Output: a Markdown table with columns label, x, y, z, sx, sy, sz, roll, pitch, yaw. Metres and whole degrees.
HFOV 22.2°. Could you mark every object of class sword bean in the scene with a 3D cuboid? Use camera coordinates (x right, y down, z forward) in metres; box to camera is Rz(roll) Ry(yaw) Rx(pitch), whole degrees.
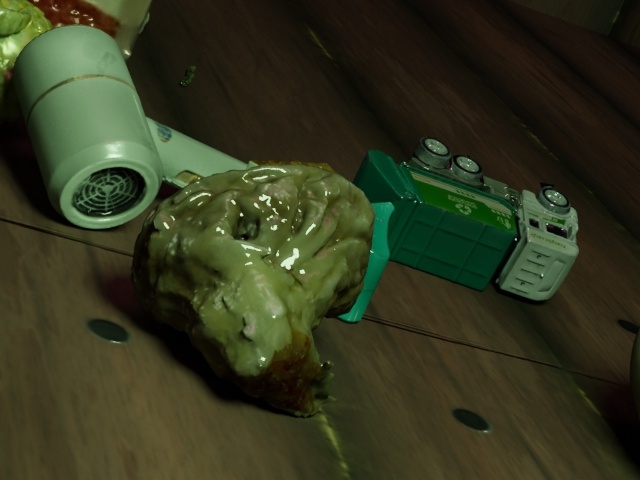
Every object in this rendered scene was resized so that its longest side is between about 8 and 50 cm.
| label | x | y | z | sx | sy | sz | roll | pitch | yaw |
| --- | --- | --- | --- | --- | --- | --- | --- | --- | --- |
| sword bean | -0.163 | -0.203 | 2.025 | 0.012 | 0.012 | 0.083 | 22 | 18 | -5 |

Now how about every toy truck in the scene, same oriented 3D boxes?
| label | x | y | z | sx | sy | sz | roll | pitch | yaw |
| --- | --- | --- | --- | --- | --- | --- | --- | --- | --- |
| toy truck | 0.152 | -0.019 | 1.751 | 0.253 | 0.114 | 0.124 | 20 | 32 | -11 |

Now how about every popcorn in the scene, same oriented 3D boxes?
| label | x | y | z | sx | sy | sz | roll | pitch | yaw |
| --- | --- | --- | --- | --- | --- | --- | --- | --- | --- |
| popcorn | -0.323 | -0.178 | 1.589 | 0.135 | 0.142 | 0.162 | 18 | -21 | -36 |

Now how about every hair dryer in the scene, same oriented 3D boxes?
| label | x | y | z | sx | sy | sz | roll | pitch | yaw |
| --- | --- | --- | --- | --- | --- | --- | --- | --- | --- |
| hair dryer | -0.128 | -0.068 | 1.570 | 0.357 | 0.107 | 0.173 | 22 | 36 | -44 |

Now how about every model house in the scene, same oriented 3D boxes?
| label | x | y | z | sx | sy | sz | roll | pitch | yaw |
| --- | --- | --- | --- | --- | --- | --- | --- | --- | --- |
| model house | 0.000 | 0.000 | 1.528 | 0.149 | 0.100 | 0.127 | 38 | 24 | 31 |

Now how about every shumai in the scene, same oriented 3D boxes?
| label | x | y | z | sx | sy | sz | roll | pitch | yaw |
| --- | --- | --- | --- | --- | --- | --- | --- | --- | --- |
| shumai | -0.037 | 0.042 | 1.293 | 0.205 | 0.166 | 0.176 | -11 | 40 | -17 |

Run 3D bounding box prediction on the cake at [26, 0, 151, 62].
| label | x | y | z | sx | sy | sz | roll | pitch | yaw |
| --- | --- | --- | --- | --- | --- | --- | --- | --- | --- |
| cake | -0.325 | -0.353 | 1.906 | 0.308 | 0.237 | 0.230 | 21 | 22 | -13 |

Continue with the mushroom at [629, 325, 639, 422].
| label | x | y | z | sx | sy | sz | roll | pitch | yaw |
| --- | --- | --- | --- | --- | --- | --- | --- | --- | --- |
| mushroom | 0.433 | 0.112 | 1.430 | 0.297 | 0.290 | 0.297 | 20 | 19 | -7 |
